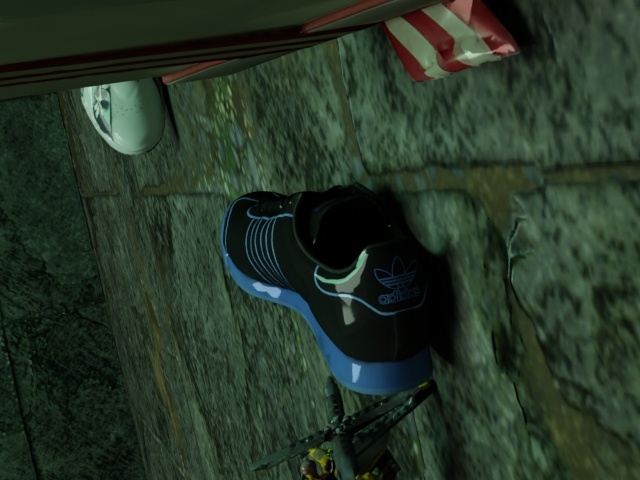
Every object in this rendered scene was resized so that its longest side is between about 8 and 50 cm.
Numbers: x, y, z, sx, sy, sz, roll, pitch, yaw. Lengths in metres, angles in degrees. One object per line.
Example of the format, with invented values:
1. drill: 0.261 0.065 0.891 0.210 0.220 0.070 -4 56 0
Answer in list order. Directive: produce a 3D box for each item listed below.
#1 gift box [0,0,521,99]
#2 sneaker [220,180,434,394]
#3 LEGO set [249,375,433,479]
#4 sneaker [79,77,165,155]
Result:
1. gift box: -0.067 -0.176 0.454 0.276 0.258 0.255 3 104 53
2. sneaker: 0.000 0.000 0.678 0.232 0.081 0.091 39 137 54
3. LEGO set: -0.010 0.212 0.548 0.192 0.255 0.331 53 -175 -23
4. sneaker: -0.224 -0.219 1.214 0.153 0.094 0.235 106 158 -76
